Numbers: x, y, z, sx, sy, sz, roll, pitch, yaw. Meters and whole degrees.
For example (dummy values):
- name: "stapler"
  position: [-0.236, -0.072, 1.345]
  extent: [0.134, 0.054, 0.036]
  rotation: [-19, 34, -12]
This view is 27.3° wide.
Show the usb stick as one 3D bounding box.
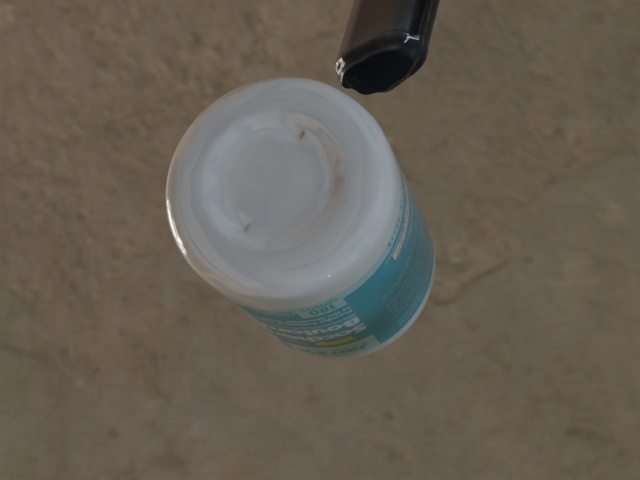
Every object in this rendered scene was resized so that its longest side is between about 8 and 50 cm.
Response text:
- name: "usb stick"
  position: [0.067, -0.219, 0.953]
  extent: [0.077, 0.045, 0.278]
  rotation: [-29, 36, 45]

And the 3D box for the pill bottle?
- name: "pill bottle"
  position: [0.000, 0.000, 0.911]
  extent: [0.146, 0.264, 0.146]
  rotation: [-4, 73, 13]
